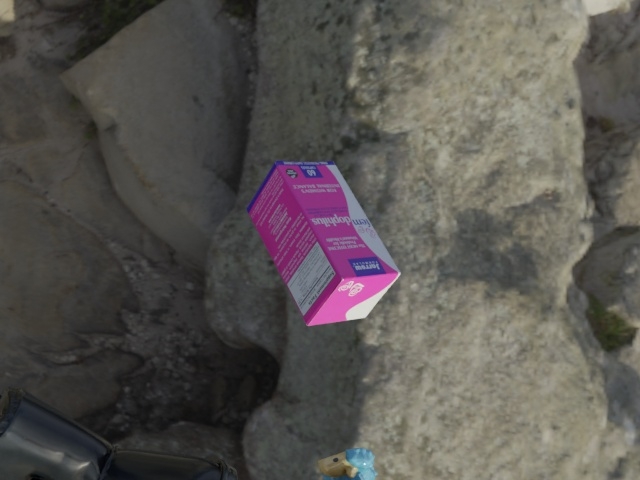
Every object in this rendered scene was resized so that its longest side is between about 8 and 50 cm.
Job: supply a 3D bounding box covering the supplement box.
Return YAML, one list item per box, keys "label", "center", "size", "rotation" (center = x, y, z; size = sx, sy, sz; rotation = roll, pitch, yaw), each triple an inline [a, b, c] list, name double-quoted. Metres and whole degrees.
- label: "supplement box"
  center: [0.000, 0.000, 1.201]
  size: [0.111, 0.114, 0.220]
  rotation: [-4, 54, -39]

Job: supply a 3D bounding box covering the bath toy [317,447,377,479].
- label: "bath toy"
  center: [0.064, 0.529, 1.374]
  size: [0.151, 0.129, 0.348]
  rotation: [21, 48, -35]

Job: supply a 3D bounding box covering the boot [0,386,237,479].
- label: "boot"
  center: [-0.228, 0.224, 0.827]
  size: [0.207, 0.246, 0.094]
  rotation: [40, 52, -27]
